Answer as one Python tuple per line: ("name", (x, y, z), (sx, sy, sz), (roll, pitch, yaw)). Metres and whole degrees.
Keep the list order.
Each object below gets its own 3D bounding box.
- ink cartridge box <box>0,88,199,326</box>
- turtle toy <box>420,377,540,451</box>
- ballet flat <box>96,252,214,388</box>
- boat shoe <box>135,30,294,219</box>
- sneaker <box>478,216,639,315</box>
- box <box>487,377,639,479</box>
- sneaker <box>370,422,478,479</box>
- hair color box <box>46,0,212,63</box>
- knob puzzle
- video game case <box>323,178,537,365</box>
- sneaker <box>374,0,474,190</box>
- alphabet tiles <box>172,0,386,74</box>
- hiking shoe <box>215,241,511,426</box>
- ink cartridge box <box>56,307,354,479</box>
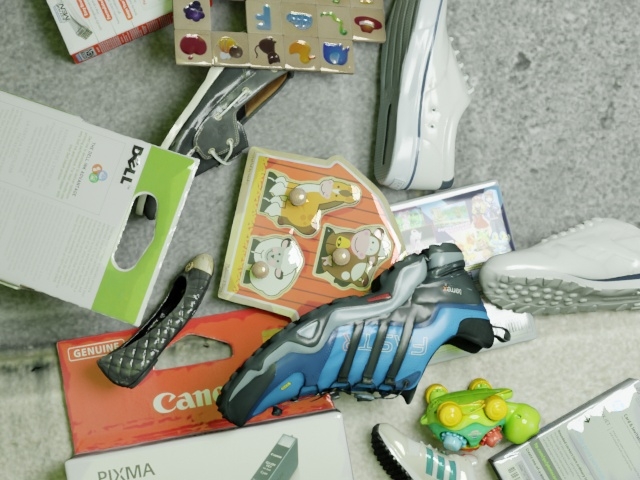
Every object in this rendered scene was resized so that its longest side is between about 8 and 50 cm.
("ink cartridge box", (-0.265, -0.031, 1.258), (0.255, 0.097, 0.188), (19, 85, 8))
("turtle toy", (0.171, 0.191, 1.289), (0.130, 0.095, 0.066), (-6, 99, -4))
("ballet flat", (-0.170, 0.080, 1.282), (0.049, 0.057, 0.173), (41, 70, -18))
("boat shoe", (-0.117, -0.114, 1.299), (0.079, 0.084, 0.233), (35, 82, 1))
("sneaker", (0.279, 0.024, 1.306), (0.235, 0.090, 0.094), (1, 67, -16))
("box", (0.299, 0.257, 1.314), (0.186, 0.038, 0.145), (-30, 88, -4))
("sneaker", (0.126, 0.247, 1.305), (0.075, 0.057, 0.161), (-42, 87, -22))
("hair color box", (-0.213, -0.271, 1.321), (0.167, 0.053, 0.093), (-24, 87, -6))
("knob puzzle", (0.000, 0.000, 1.302), (0.213, 0.030, 0.213), (0, 86, -1))
("video game case", (0.121, 0.043, 1.330), (0.201, 0.023, 0.183), (-14, 87, -3))
("sneaker", (0.120, -0.179, 1.323), (0.091, 0.094, 0.258), (9, 90, -20))
("alphabet tiles", (-0.045, -0.276, 1.312), (0.237, 0.009, 0.198), (1, 73, -17))
("hiking shoe", (0.041, 0.121, 1.232), (0.304, 0.113, 0.132), (-30, 83, -6))
("ink cartridge box", (-0.122, 0.212, 1.283), (0.296, 0.066, 0.261), (-10, 87, -4))
